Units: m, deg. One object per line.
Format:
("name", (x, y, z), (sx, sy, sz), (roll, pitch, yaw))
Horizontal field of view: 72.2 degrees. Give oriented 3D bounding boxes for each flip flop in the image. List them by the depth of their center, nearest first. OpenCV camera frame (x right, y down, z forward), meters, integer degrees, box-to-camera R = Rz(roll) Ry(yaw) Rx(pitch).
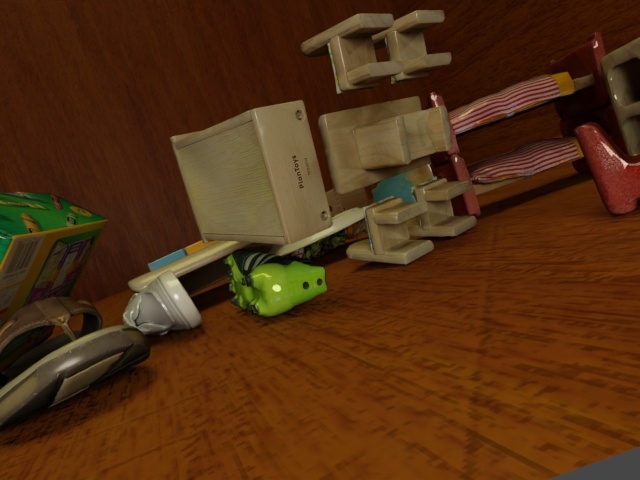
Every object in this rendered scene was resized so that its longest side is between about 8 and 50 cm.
("flip flop", (-0.230, 0.090, 0.377), (0.112, 0.080, 0.277), (-23, 5, -34))

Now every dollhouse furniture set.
("dollhouse furniture set", (0.240, -0.121, 0.418), (0.202, 0.152, 0.374), (-20, 4, 2))
("dollhouse furniture set", (0.008, -0.083, 0.433), (0.242, 0.211, 0.161), (-23, 15, -35))

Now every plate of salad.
("plate of salad", (0.000, 0.000, 0.662), (0.200, 0.048, 0.200), (-25, 5, 2))

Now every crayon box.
("crayon box", (-0.317, 0.042, 0.435), (0.165, 0.081, 0.278), (-63, 14, -1))

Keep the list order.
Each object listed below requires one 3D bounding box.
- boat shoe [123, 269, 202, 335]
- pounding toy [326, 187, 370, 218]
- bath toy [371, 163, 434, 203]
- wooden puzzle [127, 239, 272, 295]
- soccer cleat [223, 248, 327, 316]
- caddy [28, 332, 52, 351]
("boat shoe", (-0.177, 0.075, 0.467), (0.063, 0.066, 0.184), (-34, 11, -28))
("pounding toy", (0.072, -0.101, 1.393), (0.206, 0.094, 0.181), (-11, -8, -43))
("bath toy", (0.204, -0.129, 0.862), (0.152, 0.128, 0.348), (-18, 4, 24))
("wooden puzzle", (-0.173, 0.035, 0.680), (0.221, 0.044, 0.239), (-26, -6, -20))
("soccer cleat", (-0.050, 0.038, 0.429), (0.073, 0.060, 0.179), (-11, 7, -21))
("caddy", (-0.641, 0.113, 0.744), (0.342, 0.179, 0.241), (-21, -25, -19))
